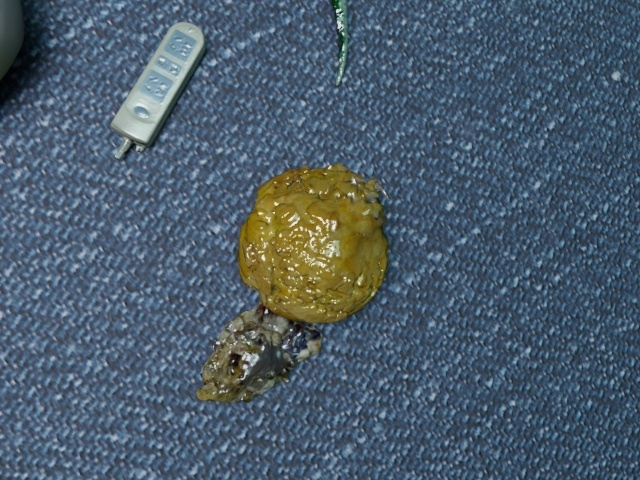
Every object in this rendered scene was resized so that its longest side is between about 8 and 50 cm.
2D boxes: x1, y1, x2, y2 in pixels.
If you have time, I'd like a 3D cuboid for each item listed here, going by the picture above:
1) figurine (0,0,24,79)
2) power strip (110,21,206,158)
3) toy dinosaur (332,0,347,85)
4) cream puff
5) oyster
[{"bbox_3d":[-0.484,-0.173,0.477,0.274,0.226,0.394,42,92,-19],"label":"figurine"},{"bbox_3d":[-0.190,-0.177,0.613,0.047,0.030,0.191,28,79,-8],"label":"power strip"},{"bbox_3d":[0.059,-0.399,0.668,0.129,0.076,0.383,-7,83,-6],"label":"toy dinosaur"},{"bbox_3d":[0.000,0.000,0.586,0.188,0.129,0.189,2,83,-13],"label":"cream puff"},{"bbox_3d":[-0.075,0.135,0.600,0.103,0.051,0.148,45,78,-4],"label":"oyster"}]
